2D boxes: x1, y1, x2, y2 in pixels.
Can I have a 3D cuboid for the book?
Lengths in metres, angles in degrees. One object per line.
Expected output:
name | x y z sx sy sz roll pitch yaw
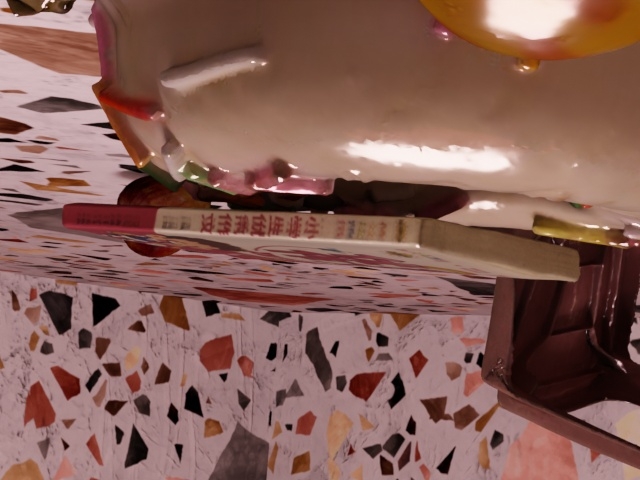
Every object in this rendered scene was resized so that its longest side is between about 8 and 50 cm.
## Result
book | 0.000 0.000 1.044 0.232 0.022 0.162 4 177 36

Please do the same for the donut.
donut | 0.063 -0.080 1.005 0.382 0.142 0.382 5 175 0

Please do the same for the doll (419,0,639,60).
doll | 0.133 -0.127 0.466 0.269 0.167 0.162 2 176 0

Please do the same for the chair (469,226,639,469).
chair | 0.161 0.027 1.395 0.326 0.183 0.175 18 -164 41

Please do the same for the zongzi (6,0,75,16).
zongzi | -0.038 -0.160 0.753 0.176 0.078 0.160 -21 177 -33

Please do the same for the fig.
fig | -0.143 -0.033 1.992 0.125 0.089 0.089 -18 -173 -31
